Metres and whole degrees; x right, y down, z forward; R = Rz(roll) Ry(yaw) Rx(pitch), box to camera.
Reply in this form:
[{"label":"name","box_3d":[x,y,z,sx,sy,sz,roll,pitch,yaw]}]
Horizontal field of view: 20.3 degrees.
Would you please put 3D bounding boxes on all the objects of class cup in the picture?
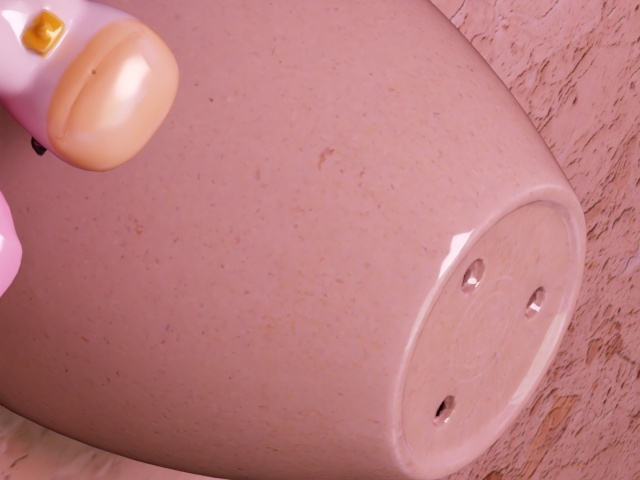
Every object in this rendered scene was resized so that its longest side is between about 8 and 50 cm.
[{"label":"cup","box_3d":[0.000,0.000,0.958,0.331,0.237,0.331,-35,139,-38]}]

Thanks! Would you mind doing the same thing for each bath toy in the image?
[{"label":"bath toy","box_3d":[-0.180,-0.032,0.782,0.348,0.151,0.129,-52,175,-11]}]
